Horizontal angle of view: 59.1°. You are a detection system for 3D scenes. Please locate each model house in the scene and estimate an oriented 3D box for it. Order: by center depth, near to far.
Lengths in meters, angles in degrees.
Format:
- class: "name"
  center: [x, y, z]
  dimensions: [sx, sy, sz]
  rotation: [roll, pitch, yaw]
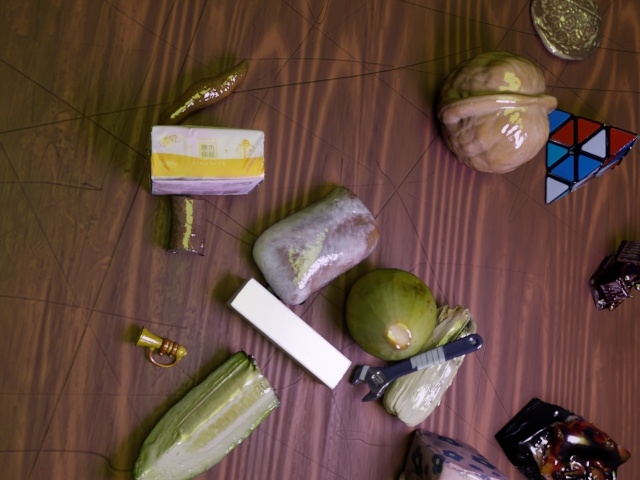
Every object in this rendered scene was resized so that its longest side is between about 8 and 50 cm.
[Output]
- class: "model house"
  center: [0.834, 0.097, 1.521]
  dimensions: [0.141, 0.164, 0.203]
  rotation: [38, 76, -5]

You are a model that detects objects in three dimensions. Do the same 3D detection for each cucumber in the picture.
- class: "cucumber"
  center: [-0.243, 0.383, 1.180]
  dimensions: [0.325, 0.105, 0.145]
  rotation: [-41, 124, -17]
- class: "cucumber"
  center: [-0.078, 0.115, 1.288]
  dimensions: [0.105, 0.048, 0.048]
  rotation: [14, 80, -12]

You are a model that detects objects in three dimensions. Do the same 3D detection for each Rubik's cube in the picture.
- class: "Rubik's cube"
  center: [0.733, -0.273, 1.492]
  dimensions: [0.284, 0.234, 0.250]
  rotation: [-21, 90, -18]

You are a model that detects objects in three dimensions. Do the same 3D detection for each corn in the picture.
- class: "corn"
  center: [0.261, 0.291, 1.336]
  dimensions: [0.122, 0.123, 0.305]
  rotation: [37, 74, -9]

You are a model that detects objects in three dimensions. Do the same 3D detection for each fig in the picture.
- class: "fig"
  center: [0.168, 0.167, 1.263]
  dimensions: [0.207, 0.230, 0.208]
  rotation: [-3, 96, -29]

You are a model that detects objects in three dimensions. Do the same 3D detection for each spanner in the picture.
- class: "spanner"
  center: [0.219, 0.285, 1.280]
  dimensions: [0.315, 0.024, 0.087]
  rotation: [-23, 47, 12]

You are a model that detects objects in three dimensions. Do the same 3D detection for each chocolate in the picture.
- class: "chocolate"
  center: [0.000, 0.000, 1.280]
  dimensions: [0.303, 0.100, 0.185]
  rotation: [-34, 86, -20]

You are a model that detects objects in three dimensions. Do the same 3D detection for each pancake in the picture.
- class: "pancake"
  center: [0.716, -0.632, 1.631]
  dimensions: [0.249, 0.031, 0.250]
  rotation: [2, 82, -18]

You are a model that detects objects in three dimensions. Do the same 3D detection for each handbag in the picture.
- class: "handbag"
  center: [0.286, 0.561, 1.256]
  dimensions: [0.190, 0.251, 0.193]
  rotation: [19, 88, -8]

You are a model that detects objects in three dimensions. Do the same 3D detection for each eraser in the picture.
- class: "eraser"
  center: [-0.071, 0.208, 1.263]
  dimensions: [0.298, 0.078, 0.076]
  rotation: [42, 73, -10]

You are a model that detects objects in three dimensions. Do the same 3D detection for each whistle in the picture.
- class: "whistle"
  center: [-0.340, 0.231, 1.194]
  dimensions: [0.109, 0.046, 0.057]
  rotation: [32, 61, -18]

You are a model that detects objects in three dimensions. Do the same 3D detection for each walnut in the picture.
- class: "walnut"
  center: [0.431, -0.313, 1.387]
  dimensions: [0.284, 0.285, 0.297]
  rotation: [-5, 92, -18]

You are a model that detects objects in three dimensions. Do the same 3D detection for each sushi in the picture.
- class: "sushi"
  center: [0.613, 0.519, 1.377]
  dimensions: [0.215, 0.212, 0.227]
  rotation: [-36, 94, -17]

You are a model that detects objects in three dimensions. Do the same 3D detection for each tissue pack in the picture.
- class: "tissue pack"
  center: [-0.246, -0.166, 1.192]
  dimensions: [0.224, 0.185, 0.124]
  rotation: [-2, 84, -18]

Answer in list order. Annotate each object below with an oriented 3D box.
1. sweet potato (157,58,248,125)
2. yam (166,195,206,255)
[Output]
- class: "sweet potato"
  center: [-0.267, -0.324, 1.270]
  dimensions: [0.273, 0.067, 0.067]
  rotation: [-39, 96, -12]
- class: "yam"
  center: [-0.288, -0.032, 1.220]
  dimensions: [0.084, 0.084, 0.127]
  rotation: [4, 86, -17]
